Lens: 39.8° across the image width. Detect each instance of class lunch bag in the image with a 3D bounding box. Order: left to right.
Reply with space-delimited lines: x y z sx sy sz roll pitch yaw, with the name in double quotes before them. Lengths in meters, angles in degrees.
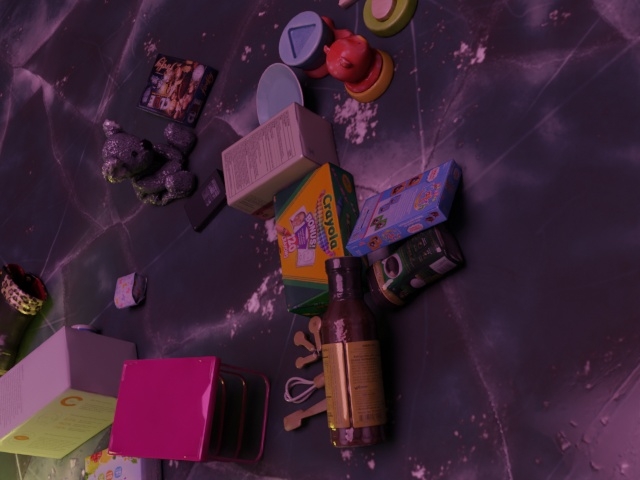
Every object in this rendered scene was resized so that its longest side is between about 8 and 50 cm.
"lunch bag" -0.482 0.132 2.238 0.071 0.053 0.083 -20 52 34

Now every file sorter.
"file sorter" -0.271 0.365 1.858 0.291 0.182 0.202 -9 67 40

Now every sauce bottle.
"sauce bottle" 0.058 0.202 1.625 0.111 0.111 0.344 -10 79 40

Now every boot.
"boot" -0.955 0.193 2.592 0.377 0.138 0.284 42 105 40

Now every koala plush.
"koala plush" -0.458 -0.199 2.224 0.203 0.221 0.196 -25 59 35

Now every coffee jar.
"coffee jar" 0.169 0.051 1.643 0.184 0.079 0.096 -37 48 26

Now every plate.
"plate" -0.087 -0.312 2.028 0.188 0.024 0.188 16 111 51

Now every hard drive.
"hard drive" -0.276 -0.097 2.155 0.135 0.022 0.094 -45 49 20

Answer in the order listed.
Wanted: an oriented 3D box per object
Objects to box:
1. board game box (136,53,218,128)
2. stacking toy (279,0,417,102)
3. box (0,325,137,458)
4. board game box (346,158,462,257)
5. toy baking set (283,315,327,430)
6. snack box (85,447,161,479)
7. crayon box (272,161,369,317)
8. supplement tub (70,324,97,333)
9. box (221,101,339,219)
"board game box" -0.387 -0.403 2.365 0.243 0.042 0.165 22 90 45
"stacking toy" 0.047 -0.474 1.927 0.309 0.130 0.279 30 95 45
"box" -0.632 0.380 2.164 0.345 0.215 0.168 -35 53 28
"board game box" 0.158 -0.060 1.673 0.211 0.039 0.160 -25 25 35
"toy baking set" 0.009 0.262 1.750 0.197 0.030 0.256 2 75 46
"snack box" -0.454 0.561 2.031 0.207 0.070 0.174 -28 56 34
"crayon box" 0.000 0.000 1.819 0.165 0.081 0.278 -29 56 32
"supplement tub" -0.620 0.277 2.296 0.071 0.071 0.107 -16 64 38
"box" -0.089 -0.169 1.937 0.232 0.127 0.148 -29 56 32
